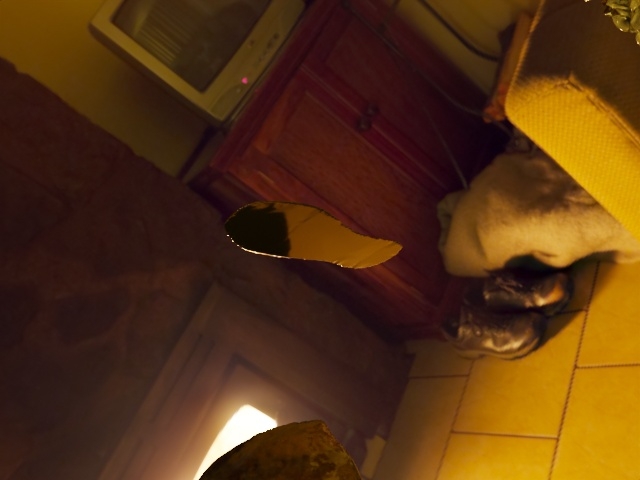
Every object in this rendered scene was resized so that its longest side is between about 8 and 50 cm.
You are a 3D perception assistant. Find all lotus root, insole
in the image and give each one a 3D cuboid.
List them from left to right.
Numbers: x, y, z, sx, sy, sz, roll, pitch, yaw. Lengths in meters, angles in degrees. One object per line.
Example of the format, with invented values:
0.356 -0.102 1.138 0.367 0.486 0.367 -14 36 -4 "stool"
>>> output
-0.088 0.399 0.898 0.314 0.141 0.210 -26 20 -1 "lotus root"
0.000 0.000 0.601 0.086 0.253 0.005 -31 62 28 "insole"

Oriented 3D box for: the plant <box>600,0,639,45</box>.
0.319 -0.251 0.619 0.116 0.122 0.104 -100 8 -66 "plant"
